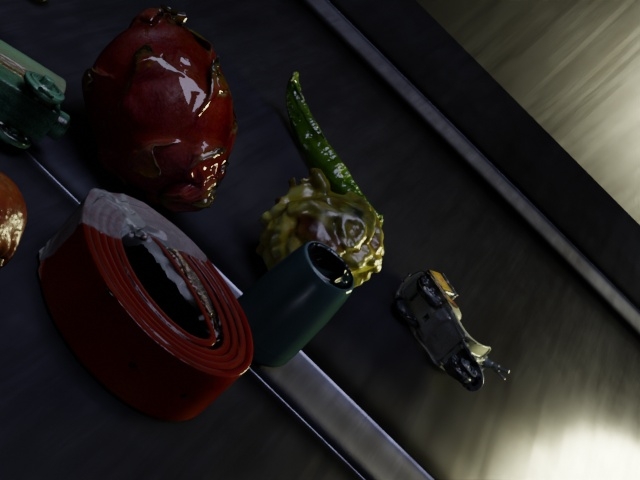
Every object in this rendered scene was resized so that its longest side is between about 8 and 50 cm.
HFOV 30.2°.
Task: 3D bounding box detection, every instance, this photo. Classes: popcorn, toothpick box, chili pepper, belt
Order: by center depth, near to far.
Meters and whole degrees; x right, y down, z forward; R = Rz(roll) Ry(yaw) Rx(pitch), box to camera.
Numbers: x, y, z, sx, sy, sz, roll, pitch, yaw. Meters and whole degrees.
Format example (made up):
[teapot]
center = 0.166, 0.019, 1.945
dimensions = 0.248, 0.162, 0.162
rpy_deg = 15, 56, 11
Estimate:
[belt]
center = -0.233, 0.076, 1.543
dimensions = 0.324, 0.115, 0.227
rpy_deg = 51, 26, 11
[toothpick box]
center = -0.041, 0.089, 1.727
dimensions = 0.120, 0.184, 0.120
rpy_deg = 33, 29, -22
[popcorn]
center = -0.001, 0.000, 1.927
dimensions = 0.218, 0.169, 0.189
rpy_deg = -22, 63, -43
[chili pepper]
center = 0.012, -0.164, 2.287
dimensions = 0.359, 0.076, 0.085
rpy_deg = 59, 2, 17

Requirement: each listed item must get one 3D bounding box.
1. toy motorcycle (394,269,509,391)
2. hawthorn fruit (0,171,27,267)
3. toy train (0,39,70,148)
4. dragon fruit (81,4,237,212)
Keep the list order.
[toy motorcycle]
center = 0.230, 0.162, 2.128
dimensions = 0.157, 0.091, 0.263
rpy_deg = 17, 36, -52
[hawthorn fruit]
center = -0.436, -0.031, 1.336
dimensions = 0.200, 0.179, 0.179
rpy_deg = 46, 26, 9
[toy train]
center = -0.476, -0.243, 1.658
dimensions = 0.285, 0.116, 0.177
rpy_deg = 31, 18, -27
[dragon fruit]
center = -0.241, -0.200, 1.783
dimensions = 0.250, 0.250, 0.315
rpy_deg = -1, 92, -56
